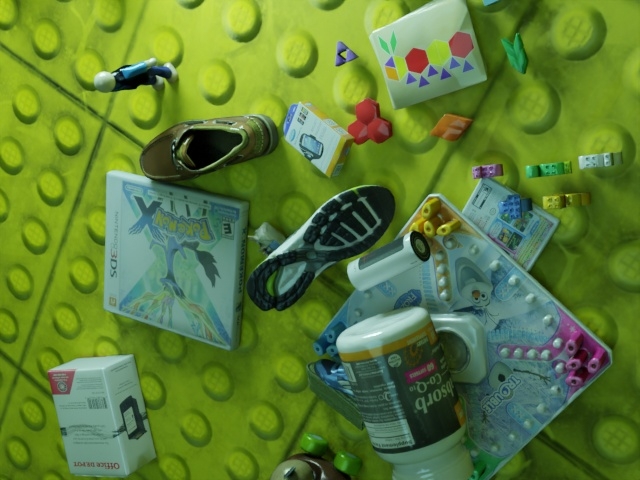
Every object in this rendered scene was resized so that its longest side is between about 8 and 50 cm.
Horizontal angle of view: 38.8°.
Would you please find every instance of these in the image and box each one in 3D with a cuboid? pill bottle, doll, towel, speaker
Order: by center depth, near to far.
[{"bbox_3d":[0.141,0.259,1.464,0.162,0.162,0.278,-18,95,32],"label":"pill bottle"},{"bbox_3d":[0.110,0.035,1.480,0.136,0.055,0.055,-28,88,35],"label":"speaker"},{"bbox_3d":[0.035,0.283,1.647,0.148,0.027,0.110,35,156,20],"label":"towel"},{"bbox_3d":[-0.341,-0.297,1.654,0.129,0.189,0.046,-20,92,32],"label":"doll"}]

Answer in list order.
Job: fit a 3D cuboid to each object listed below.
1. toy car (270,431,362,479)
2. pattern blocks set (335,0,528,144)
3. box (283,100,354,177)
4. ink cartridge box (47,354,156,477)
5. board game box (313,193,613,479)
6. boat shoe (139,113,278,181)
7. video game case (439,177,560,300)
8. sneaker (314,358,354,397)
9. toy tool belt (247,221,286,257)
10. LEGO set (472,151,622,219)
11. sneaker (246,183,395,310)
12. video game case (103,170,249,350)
[{"bbox_3d":[-0.031,0.446,1.636,0.149,0.188,0.155,23,91,23],"label":"toy car"},{"bbox_3d":[0.170,-0.298,1.458,0.325,0.026,0.285,-5,100,31],"label":"pattern blocks set"},{"bbox_3d":[-0.008,-0.180,1.574,0.136,0.028,0.081,44,128,27],"label":"box"},{"bbox_3d":[-0.466,0.374,1.942,0.172,0.100,0.237,-7,97,31],"label":"ink cartridge box"},{"bbox_3d":[0.215,0.187,1.524,0.390,0.050,0.390,44,122,14],"label":"board game box"},{"bbox_3d":[-0.231,-0.173,1.672,0.307,0.104,0.111,-14,95,32],"label":"boat shoe"},{"bbox_3d":[0.287,-0.005,1.469,0.143,0.019,0.157,35,116,18],"label":"video game case"},{"bbox_3d":[0.058,0.235,1.576,0.144,0.053,0.059,24,117,14],"label":"sneaker"},{"bbox_3d":[-0.090,0.008,1.671,0.083,0.052,0.051,41,131,-17],"label":"toy tool belt"},{"bbox_3d":[0.332,-0.079,1.366,0.227,0.093,0.087,-5,93,26],"label":"LEGO set"},{"bbox_3d":[0.000,0.000,1.580,0.300,0.121,0.111,-35,99,11],"label":"sneaker"},{"bbox_3d":[-0.294,0.036,1.799,0.329,0.036,0.300,14,109,26],"label":"video game case"}]
